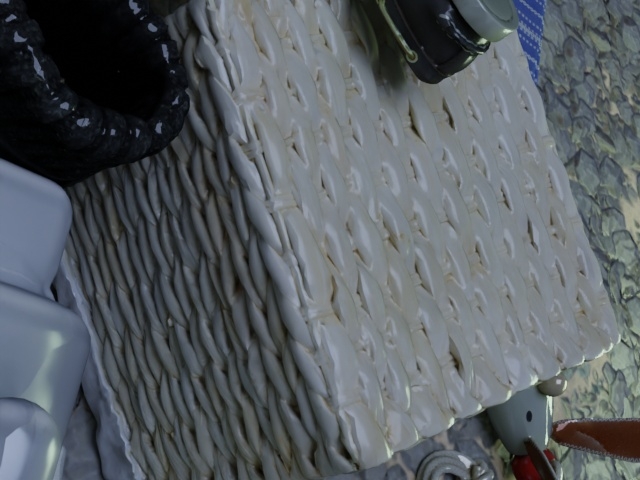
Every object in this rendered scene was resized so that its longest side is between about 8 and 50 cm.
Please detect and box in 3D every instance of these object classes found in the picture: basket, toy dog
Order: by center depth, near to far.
[{"bbox_3d":[0.000,0.000,0.758,0.328,0.266,0.331,-15,87,-43],"label":"basket"},{"bbox_3d":[0.266,0.269,0.954,0.333,0.161,0.220,53,49,-13],"label":"toy dog"}]

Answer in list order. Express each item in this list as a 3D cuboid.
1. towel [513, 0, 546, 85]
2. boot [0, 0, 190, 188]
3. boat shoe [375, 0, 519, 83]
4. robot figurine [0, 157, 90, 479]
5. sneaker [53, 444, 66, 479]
[{"bbox_3d":[0.165,-0.291,1.152,0.243,0.040,0.336,31,56,-26],"label":"towel"},{"bbox_3d":[-0.270,-0.130,0.577,0.348,0.260,0.131,31,58,-29],"label":"boot"},{"bbox_3d":[0.042,-0.207,0.644,0.081,0.069,0.227,-1,60,-51],"label":"boat shoe"},{"bbox_3d":[-0.238,0.121,0.489,0.200,0.300,0.353,25,74,-44],"label":"robot figurine"},{"bbox_3d":[-0.157,0.260,0.650,0.118,0.110,0.292,-31,97,-51],"label":"sneaker"}]
